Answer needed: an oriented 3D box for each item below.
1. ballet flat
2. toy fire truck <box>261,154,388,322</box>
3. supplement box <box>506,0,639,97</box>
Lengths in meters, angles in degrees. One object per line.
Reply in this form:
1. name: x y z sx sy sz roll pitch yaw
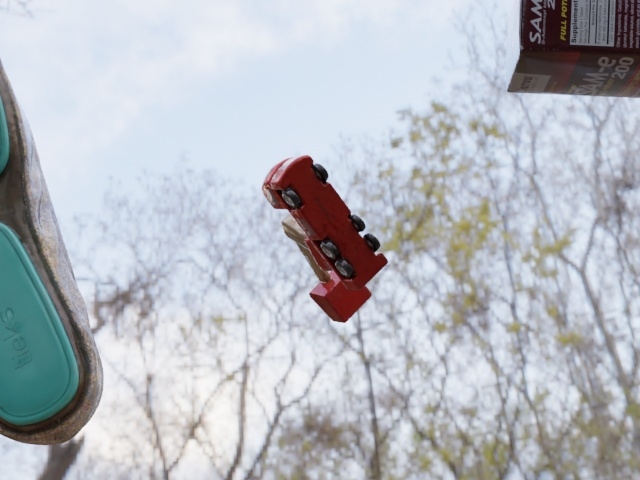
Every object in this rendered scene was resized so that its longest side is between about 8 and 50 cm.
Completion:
1. ballet flat: -0.222 -0.009 0.803 0.107 0.316 0.106 -20 -15 0
2. toy fire truck: 0.000 0.000 1.205 0.192 0.047 0.135 52 -20 -17
3. supplement box: 0.279 -0.167 1.007 0.239 0.073 0.130 3 -8 4
